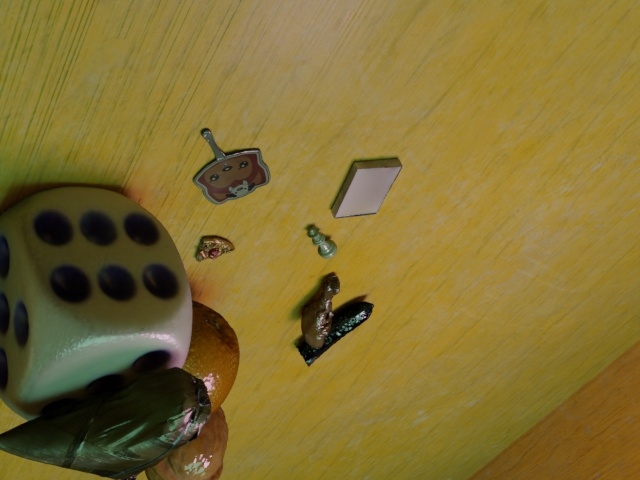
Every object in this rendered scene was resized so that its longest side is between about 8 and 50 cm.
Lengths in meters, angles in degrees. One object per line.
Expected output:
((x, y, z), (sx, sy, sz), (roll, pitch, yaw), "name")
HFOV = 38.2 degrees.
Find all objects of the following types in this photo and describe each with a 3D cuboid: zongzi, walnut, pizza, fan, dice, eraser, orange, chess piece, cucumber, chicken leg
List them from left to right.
((-0.402, 0.115, 1.550), (0.276, 0.304, 0.304), (0, 142, -34), "dice")
((-0.330, 0.275, 1.433), (0.250, 0.125, 0.274), (-38, 140, 25), "zongzi")
((-0.299, 0.245, 1.863), (0.274, 0.274, 0.274), (-17, 149, -11), "orange")
((-0.332, 0.488, 2.229), (0.224, 0.257, 0.257), (-41, 145, 28), "walnut")
((-0.212, 0.025, 1.812), (0.083, 0.025, 0.078), (13, 131, -46), "pizza")
((-0.165, -0.131, 1.618), (0.132, 0.009, 0.220), (-25, 150, 1), "fan")
((0.000, 0.000, 1.907), (0.042, 0.042, 0.093), (-28, 144, 8), "chess piece")
((0.001, 0.156, 2.116), (0.069, 0.085, 0.198), (13, 125, -11), "chicken leg")
((0.031, 0.218, 2.246), (0.245, 0.067, 0.067), (-43, 144, 26), "cucumber")
((0.089, -0.102, 1.821), (0.103, 0.023, 0.150), (-7, 145, -26), "eraser")
